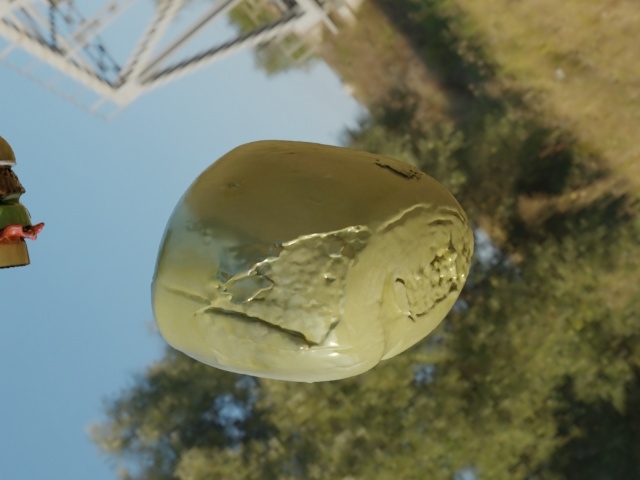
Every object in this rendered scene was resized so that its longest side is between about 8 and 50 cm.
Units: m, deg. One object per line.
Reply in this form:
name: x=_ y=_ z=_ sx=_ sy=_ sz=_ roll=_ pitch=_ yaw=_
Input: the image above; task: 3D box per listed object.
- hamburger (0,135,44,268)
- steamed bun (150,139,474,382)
hamburger: x=-0.334 y=-0.035 z=1.196 sx=0.175 sy=0.175 sz=0.136 roll=-20 pitch=-79 yaw=-82
steamed bun: x=0.000 y=0.000 z=1.172 sx=0.273 sy=0.232 sz=0.166 roll=-34 pitch=-58 yaw=-45
